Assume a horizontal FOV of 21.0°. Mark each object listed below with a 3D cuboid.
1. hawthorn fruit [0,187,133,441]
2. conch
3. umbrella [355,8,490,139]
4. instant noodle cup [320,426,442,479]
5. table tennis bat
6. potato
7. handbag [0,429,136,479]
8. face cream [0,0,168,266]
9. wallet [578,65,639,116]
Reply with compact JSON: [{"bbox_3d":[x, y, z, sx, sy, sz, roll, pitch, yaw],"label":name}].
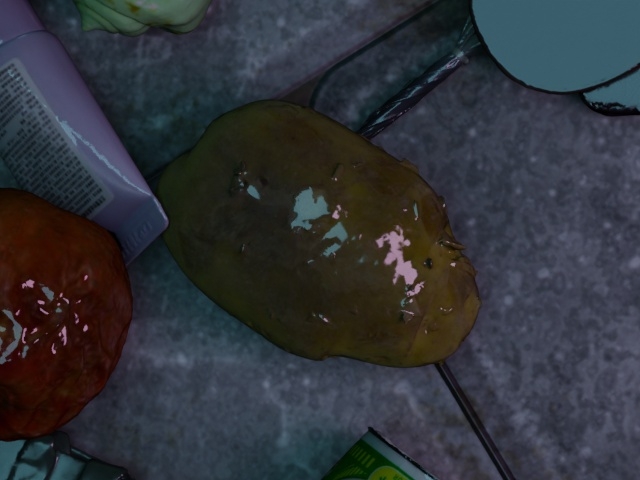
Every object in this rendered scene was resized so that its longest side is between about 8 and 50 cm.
[{"bbox_3d":[-0.264,0.088,1.439,0.207,0.243,0.207,3,133,4],"label":"hawthorn fruit"},{"bbox_3d":[-0.140,-0.287,1.504,0.137,0.143,0.251,26,76,-30],"label":"conch"},{"bbox_3d":[0.105,-0.156,1.504,0.269,0.044,0.044,-37,50,5],"label":"umbrella"},{"bbox_3d":[0.030,0.290,1.431,0.207,0.207,0.233,38,86,7],"label":"instant noodle cup"},{"bbox_3d":[0.261,-0.247,1.448,0.301,0.022,0.173,-36,83,9],"label":"table tennis bat"},{"bbox_3d":[0.000,0.000,1.464,0.296,0.141,0.192,30,98,5],"label":"potato"},{"bbox_3d":[-0.237,0.303,1.518,0.247,0.079,0.260,25,91,7],"label":"handbag"},{"bbox_3d":[-0.236,-0.096,1.516,0.154,0.096,0.274,-38,81,45],"label":"face cream"},{"bbox_3d":[0.301,-0.264,1.478,0.172,0.045,0.318,1,87,6],"label":"wallet"}]
